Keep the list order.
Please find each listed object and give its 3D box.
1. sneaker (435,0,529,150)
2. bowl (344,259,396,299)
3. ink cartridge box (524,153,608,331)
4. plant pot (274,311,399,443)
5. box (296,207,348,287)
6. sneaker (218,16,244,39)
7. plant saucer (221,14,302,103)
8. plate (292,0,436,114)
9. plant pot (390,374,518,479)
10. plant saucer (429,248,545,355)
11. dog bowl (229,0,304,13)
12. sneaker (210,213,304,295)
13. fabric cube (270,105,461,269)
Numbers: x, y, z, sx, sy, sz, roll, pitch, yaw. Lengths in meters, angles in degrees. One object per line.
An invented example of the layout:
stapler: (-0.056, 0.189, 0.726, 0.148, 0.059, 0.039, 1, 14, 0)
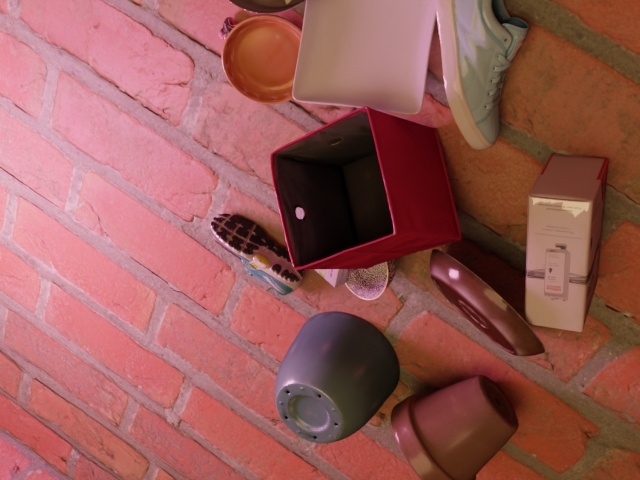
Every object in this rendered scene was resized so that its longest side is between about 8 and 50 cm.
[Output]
sneaker: (0.313, -0.342, 1.461, 0.150, 0.135, 0.366, -1, 118, 31)
bowl: (0.121, 0.046, 1.812, 0.170, 0.080, 0.170, 22, 120, 44)
ink cartridge box: (0.475, 0.002, 1.525, 0.117, 0.207, 0.283, 8, 121, 25)
plant pot: (0.021, 0.361, 1.967, 0.293, 0.235, 0.293, 13, 122, 22)
box: (0.000, 0.000, 1.847, 0.186, 0.038, 0.145, 40, 133, 34)
sneaker: (-0.166, -0.451, 1.721, 0.119, 0.047, 0.057, 28, 116, 11)
plant saucer: (-0.111, -0.391, 1.691, 0.199, 0.037, 0.200, 2, 124, 3)
plate: (0.093, -0.396, 1.550, 0.277, 0.045, 0.278, 11, 94, 22)
plant pot: (0.335, 0.441, 1.859, 0.229, 0.263, 0.263, -39, 95, 20)
plant saucer: (0.334, 0.141, 1.649, 0.310, 0.310, 0.050, 44, 88, -1)
dog bowl: (-0.085, -0.617, 1.507, 0.348, 0.102, 0.349, 13, 115, 29)
sneaker: (-0.171, 0.042, 1.975, 0.275, 0.107, 0.110, 39, 138, 3)
fabric cube: (0.092, -0.091, 1.594, 0.259, 0.258, 0.254, -20, 77, 35)
